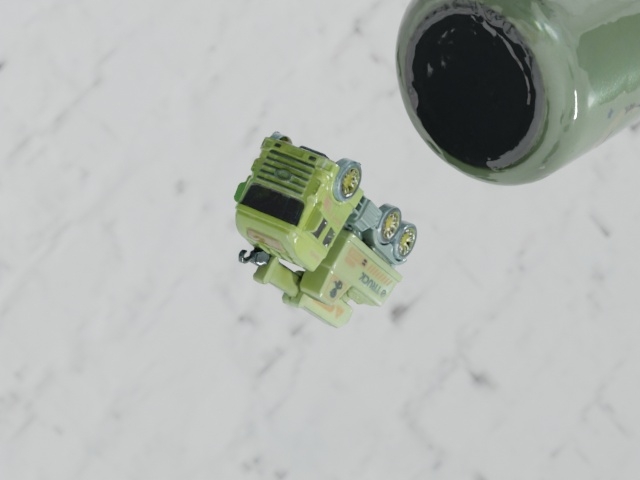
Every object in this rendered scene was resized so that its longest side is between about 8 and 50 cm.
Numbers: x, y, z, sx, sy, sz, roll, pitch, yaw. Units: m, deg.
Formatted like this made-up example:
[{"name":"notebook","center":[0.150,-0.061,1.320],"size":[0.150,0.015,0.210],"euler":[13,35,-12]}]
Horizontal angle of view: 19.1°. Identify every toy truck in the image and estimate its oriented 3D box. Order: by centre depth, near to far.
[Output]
[{"name":"toy truck","center":[0.000,0.000,1.368],"size":[0.077,0.169,0.100],"euler":[22,-101,30]}]

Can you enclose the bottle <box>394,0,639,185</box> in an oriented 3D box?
[{"name":"bottle","center":[0.217,-0.170,1.445],"size":[0.347,0.168,0.168],"euler":[-29,-175,-42]}]
